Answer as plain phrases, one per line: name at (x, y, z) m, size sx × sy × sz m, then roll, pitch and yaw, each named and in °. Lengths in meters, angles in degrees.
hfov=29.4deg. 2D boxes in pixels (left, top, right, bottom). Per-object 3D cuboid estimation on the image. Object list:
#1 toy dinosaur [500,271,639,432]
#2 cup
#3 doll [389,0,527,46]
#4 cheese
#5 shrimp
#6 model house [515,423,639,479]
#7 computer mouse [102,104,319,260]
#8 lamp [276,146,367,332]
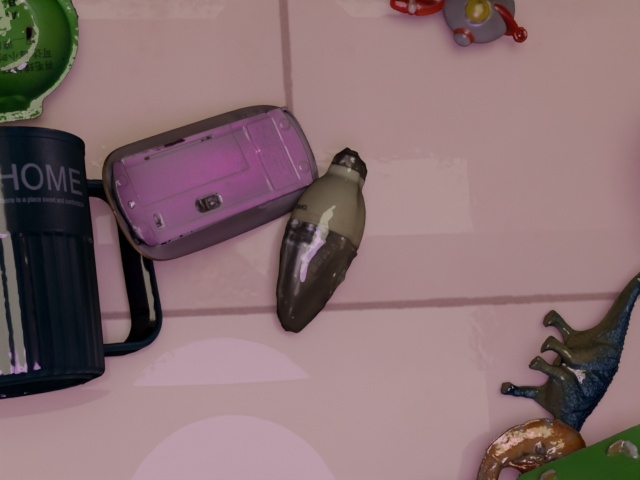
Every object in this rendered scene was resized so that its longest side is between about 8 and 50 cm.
toy dinosaur at (0.339, 0.168, 1.607) m, size 0.147 × 0.076 × 0.363 m, roll 30°, pitch 81°, yaw -9°
cup at (-0.372, 0.040, 1.478) m, size 0.242 × 0.308 × 0.292 m, roll -13°, pitch 79°, yaw 22°
doll at (0.183, -0.346, 1.698) m, size 0.245 × 0.076 × 0.142 m, roll 33°, pitch 76°, yaw 5°
cheese at (-0.424, -0.310, 1.600) m, size 0.204 × 0.083 × 0.320 m, roll -9°, pitch 81°, yaw -8°
shrimp at (0.257, 0.307, 1.557) m, size 0.132 × 0.051 × 0.187 m, roll 38°, pitch 88°, yaw 1°
model house at (0.419, 0.442, 1.427) m, size 0.242 × 0.358 × 0.313 m, roll -21°, pitch 120°, yaw -20°
computer mouse at (-0.139, -0.079, 1.565) m, size 0.310 × 0.072 × 0.158 m, roll -24°, pitch 89°, yaw -36°
lamp at (0.000, 0.000, 1.583) m, size 0.101 × 0.101 × 0.250 m, roll 23°, pitch 80°, yaw -2°
